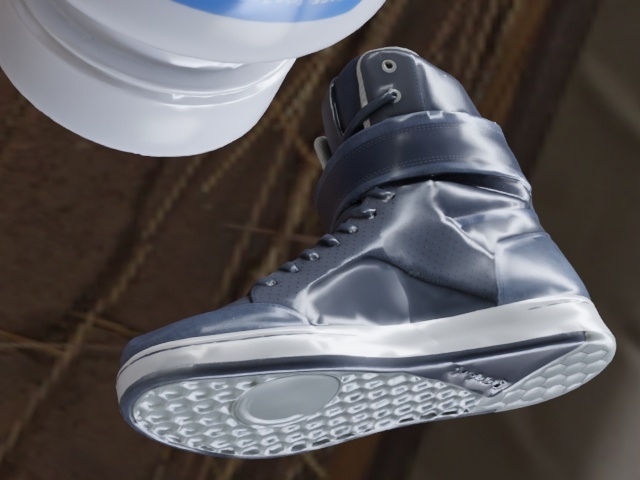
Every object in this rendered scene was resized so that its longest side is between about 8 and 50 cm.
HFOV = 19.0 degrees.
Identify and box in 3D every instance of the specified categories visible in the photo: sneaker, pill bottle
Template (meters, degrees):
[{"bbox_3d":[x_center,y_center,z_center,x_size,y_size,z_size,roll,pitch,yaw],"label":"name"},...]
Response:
[{"bbox_3d":[0.000,0.001,0.823,0.226,0.086,0.163,-5,61,-30],"label":"sneaker"},{"bbox_3d":[-0.018,-0.124,0.491,0.124,0.221,0.124,14,47,-16],"label":"pill bottle"}]
